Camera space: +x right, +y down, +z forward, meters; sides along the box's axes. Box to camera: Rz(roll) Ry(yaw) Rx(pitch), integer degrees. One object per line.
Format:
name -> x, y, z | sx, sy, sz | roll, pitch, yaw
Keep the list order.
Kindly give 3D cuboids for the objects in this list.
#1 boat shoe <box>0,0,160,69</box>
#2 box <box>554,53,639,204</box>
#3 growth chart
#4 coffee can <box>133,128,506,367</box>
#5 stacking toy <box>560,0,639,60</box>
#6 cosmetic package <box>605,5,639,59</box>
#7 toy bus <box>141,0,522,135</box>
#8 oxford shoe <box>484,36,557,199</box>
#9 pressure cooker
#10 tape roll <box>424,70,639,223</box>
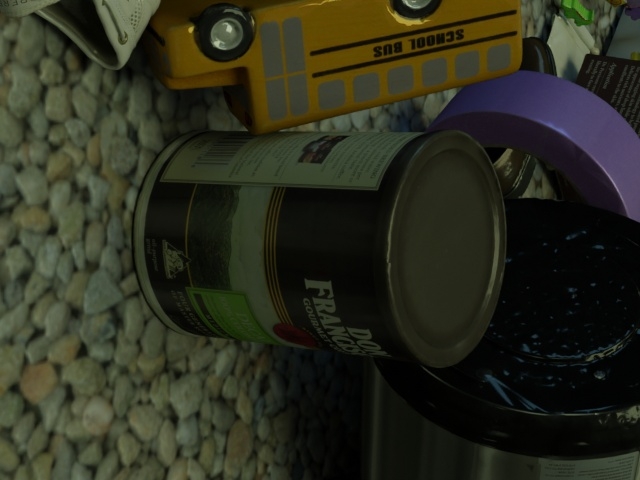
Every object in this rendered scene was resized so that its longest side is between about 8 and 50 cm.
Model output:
boat shoe -> -0.221, -0.217, 1.057 | 0.277, 0.098, 0.096 | 34, 65, -52
box -> 0.444, -0.132, 1.887 | 0.168, 0.203, 0.167 | -64, 151, -23
growth chart -> 0.332, -0.216, 1.905 | 0.172, 0.021, 0.237 | 51, 53, -44
coffee can -> 0.000, 0.000, 1.235 | 0.201, 0.275, 0.201 | -7, 99, -54
stacking toy -> 0.428, -0.354, 1.945 | 0.221, 0.052, 0.167 | 27, 62, -35
cosmetic package -> 0.481, -0.281, 2.068 | 0.239, 0.060, 0.099 | -65, 147, -29
toy bus -> 0.011, -0.187, 1.243 | 0.333, 0.108, 0.130 | -15, 120, -16
oxford shoe -> 0.240, -0.165, 1.730 | 0.096, 0.083, 0.227 | 35, 64, -46
pressure cooker -> 0.216, 0.213, 1.460 | 0.375, 0.370, 0.420 | -45, 145, -42
tape roll -> 0.238, -0.054, 1.568 | 0.090, 0.275, 0.274 | -51, 132, -40
